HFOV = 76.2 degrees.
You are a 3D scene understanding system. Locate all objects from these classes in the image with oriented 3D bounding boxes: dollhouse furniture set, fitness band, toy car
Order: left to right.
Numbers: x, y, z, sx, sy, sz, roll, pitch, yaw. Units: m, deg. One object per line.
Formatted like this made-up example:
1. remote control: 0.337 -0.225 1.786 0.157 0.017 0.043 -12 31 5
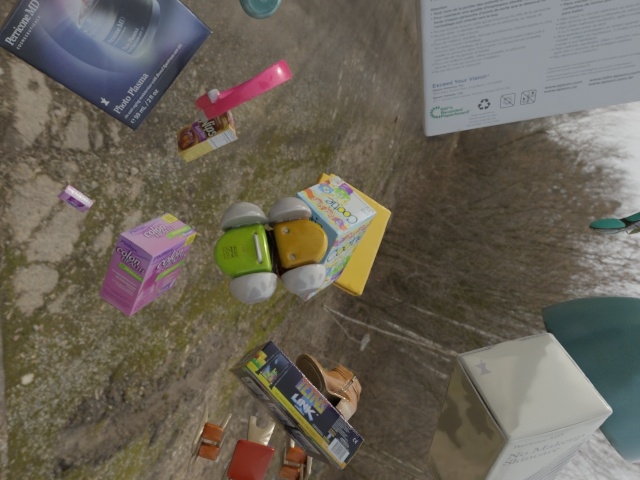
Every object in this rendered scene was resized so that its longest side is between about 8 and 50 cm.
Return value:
1. fitness band: -0.186 -0.352 0.960 0.209 0.291 0.054 -35 114 -20
2. dollhouse furniture set: -0.169 0.530 0.921 0.135 0.262 0.259 -78 -174 -58
3. toy car: -0.083 0.023 0.679 0.136 0.182 0.159 124 -45 -66

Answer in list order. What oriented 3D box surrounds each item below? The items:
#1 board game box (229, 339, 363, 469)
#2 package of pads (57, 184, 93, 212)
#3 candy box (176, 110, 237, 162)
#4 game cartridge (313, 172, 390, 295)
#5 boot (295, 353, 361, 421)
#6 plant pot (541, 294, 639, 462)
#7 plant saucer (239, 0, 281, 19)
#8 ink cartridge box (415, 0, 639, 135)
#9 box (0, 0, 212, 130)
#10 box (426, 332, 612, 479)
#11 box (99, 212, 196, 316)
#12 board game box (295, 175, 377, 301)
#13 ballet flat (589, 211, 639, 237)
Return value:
1. board game box: -0.040 0.217 0.549 0.048 0.170 0.141 -42 180 -27
2. package of pads: -0.725 -0.123 1.208 0.083 0.050 0.032 44 40 -35
3. candy box: -0.358 -0.333 1.284 0.053 0.187 0.109 56 15 -55
4. game cartridge: 0.062 -0.025 1.319 0.053 0.285 0.323 -27 -144 61
5. boot: 0.024 0.344 1.017 0.073 0.197 0.152 -32 178 25
6. plant pot: 0.571 0.213 0.727 0.195 0.290 0.290 -35 179 29
7. plant saucer: -0.152 -0.635 1.057 0.119 0.021 0.119 -18 140 -16
8. ink cartridge box: 0.284 -0.307 0.503 0.330 0.324 0.071 74 14 -44
9. box: -0.456 -0.457 0.880 0.296 0.182 0.294 -48 134 10
10. box: 0.204 0.233 0.470 0.094 0.113 0.275 -110 -170 -47
11. box: -0.520 0.069 1.242 0.243 0.117 0.213 -59 175 25
12. board game box: 0.000 0.000 1.026 0.142 0.144 0.275 -29 157 -37
13. ballet flat: 0.567 -0.025 0.763 0.041 0.114 0.041 -14 90 -79
